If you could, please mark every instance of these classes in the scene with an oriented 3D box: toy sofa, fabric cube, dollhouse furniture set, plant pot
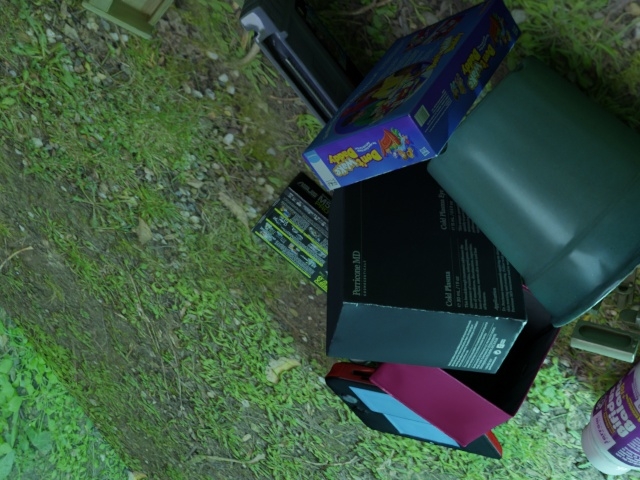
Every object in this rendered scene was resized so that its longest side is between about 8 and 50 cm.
[{"bbox_3d":[-0.291,-0.548,1.770,0.150,0.177,0.362,24,148,-24],"label":"toy sofa"},{"bbox_3d":[0.292,0.220,1.961,0.254,0.259,0.258,34,153,4],"label":"fabric cube"},{"bbox_3d":[0.525,0.111,1.778,0.144,0.151,0.123,14,137,24],"label":"dollhouse furniture set"},{"bbox_3d":[0.374,-0.096,1.566,0.334,0.341,0.341,43,143,6],"label":"plant pot"}]

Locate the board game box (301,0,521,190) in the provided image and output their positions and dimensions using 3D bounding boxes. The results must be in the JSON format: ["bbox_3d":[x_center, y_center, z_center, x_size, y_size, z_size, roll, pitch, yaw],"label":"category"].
[{"bbox_3d":[0.149,-0.237,1.553,0.233,0.347,0.078,-14,120,46],"label":"board game box"}]

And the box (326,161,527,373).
[{"bbox_3d":[0.176,0.036,1.737,0.312,0.343,0.179,7,141,-7],"label":"box"}]

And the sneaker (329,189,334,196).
[{"bbox_3d":[0.101,-0.066,1.978,0.112,0.121,0.299,35,156,57],"label":"sneaker"}]

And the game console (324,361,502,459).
[{"bbox_3d":[0.224,0.419,2.351,0.386,0.060,0.342,8,147,33],"label":"game console"}]

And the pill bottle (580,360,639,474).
[{"bbox_3d":[0.639,0.350,1.919,0.169,0.169,0.301,32,142,7],"label":"pill bottle"}]

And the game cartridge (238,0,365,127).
[{"bbox_3d":[-0.003,-0.302,1.691,0.068,0.230,0.355,-28,119,25],"label":"game cartridge"}]

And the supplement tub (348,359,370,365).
[{"bbox_3d":[0.105,0.249,2.317,0.071,0.071,0.107,32,141,7],"label":"supplement tub"}]

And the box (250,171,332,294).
[{"bbox_3d":[0.000,0.000,2.152,0.270,0.060,0.216,40,143,-3],"label":"box"}]

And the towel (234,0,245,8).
[{"bbox_3d":[-0.102,-0.459,1.784,0.110,0.027,0.148,42,143,-5],"label":"towel"}]
